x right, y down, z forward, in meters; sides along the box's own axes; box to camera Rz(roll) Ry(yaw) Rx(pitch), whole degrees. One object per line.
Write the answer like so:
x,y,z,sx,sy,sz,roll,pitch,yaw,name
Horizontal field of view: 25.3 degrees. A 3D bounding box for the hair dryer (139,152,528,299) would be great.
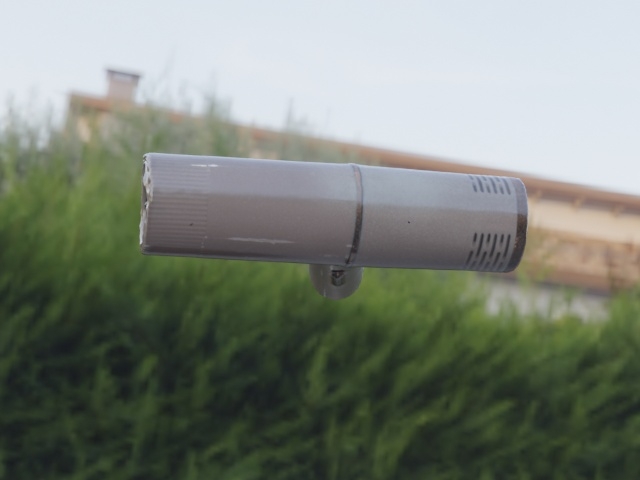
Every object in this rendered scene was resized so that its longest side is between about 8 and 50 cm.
-0.013,0.000,0.806,0.195,0.053,0.220,4,-10,-12,hair dryer
